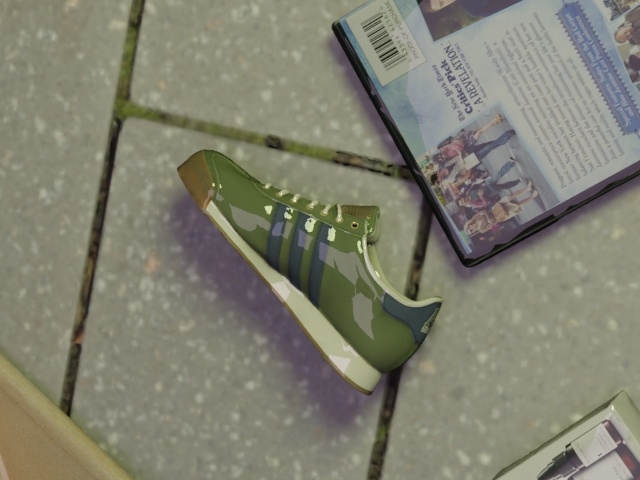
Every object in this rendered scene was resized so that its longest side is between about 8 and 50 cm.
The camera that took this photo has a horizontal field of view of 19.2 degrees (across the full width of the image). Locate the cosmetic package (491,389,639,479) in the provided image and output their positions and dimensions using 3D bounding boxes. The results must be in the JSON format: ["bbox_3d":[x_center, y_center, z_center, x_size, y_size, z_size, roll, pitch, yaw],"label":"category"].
[{"bbox_3d":[0.212,0.220,1.168,0.099,0.060,0.239,-36,85,18],"label":"cosmetic package"}]

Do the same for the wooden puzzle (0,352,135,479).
[{"bbox_3d":[-0.240,0.275,1.300,0.348,0.080,0.322,40,105,9],"label":"wooden puzzle"}]

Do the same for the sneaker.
[{"bbox_3d":[0.000,0.000,1.213,0.086,0.064,0.192,-41,84,9],"label":"sneaker"}]

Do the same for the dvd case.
[{"bbox_3d":[0.154,-0.119,1.172,0.253,0.022,0.180,-30,88,17],"label":"dvd case"}]
